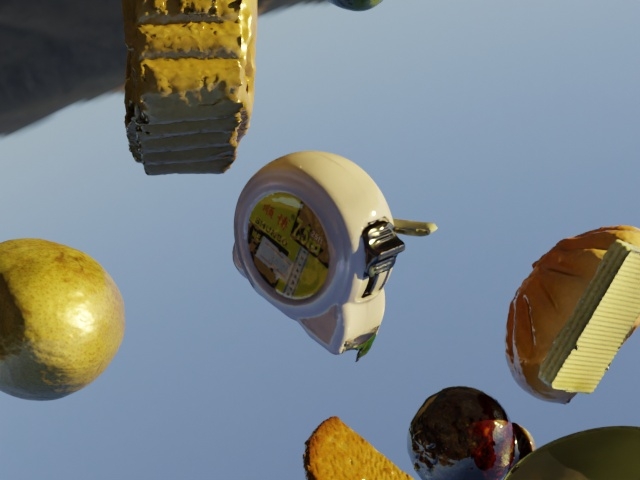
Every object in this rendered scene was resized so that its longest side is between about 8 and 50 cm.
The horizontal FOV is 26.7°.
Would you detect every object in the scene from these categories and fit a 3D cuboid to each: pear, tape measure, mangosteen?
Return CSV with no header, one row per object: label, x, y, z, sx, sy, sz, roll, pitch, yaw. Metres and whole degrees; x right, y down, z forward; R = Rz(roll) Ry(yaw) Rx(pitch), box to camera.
pear,-0.348,0.099,1.700,0.211,0.188,0.228,2,-152,-49
tape measure,0.003,-0.001,1.384,0.196,0.178,0.105,43,-141,25
mangosteen,0.217,0.289,1.949,0.184,0.172,0.172,0,-168,-16

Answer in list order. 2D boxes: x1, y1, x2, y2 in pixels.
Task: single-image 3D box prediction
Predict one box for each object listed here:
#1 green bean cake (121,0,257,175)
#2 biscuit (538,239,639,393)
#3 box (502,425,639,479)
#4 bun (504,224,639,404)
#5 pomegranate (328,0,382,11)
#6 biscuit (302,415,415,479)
green bean cake,-0.133,-0.196,1.356,0.131,0.224,0.229,0,165,-8
biscuit,0.348,0.097,1.671,0.041,0.199,0.121,36,-167,34
box,0.359,0.356,1.722,0.226,0.149,0.226,-20,-165,6
bun,0.375,0.088,1.985,0.299,0.165,0.299,-51,176,-4
pomegranate,0.028,-0.355,1.768,0.161,0.122,0.122,-22,-166,-32
biscuit,0.054,0.273,1.423,0.126,0.206,0.025,-26,148,-50
